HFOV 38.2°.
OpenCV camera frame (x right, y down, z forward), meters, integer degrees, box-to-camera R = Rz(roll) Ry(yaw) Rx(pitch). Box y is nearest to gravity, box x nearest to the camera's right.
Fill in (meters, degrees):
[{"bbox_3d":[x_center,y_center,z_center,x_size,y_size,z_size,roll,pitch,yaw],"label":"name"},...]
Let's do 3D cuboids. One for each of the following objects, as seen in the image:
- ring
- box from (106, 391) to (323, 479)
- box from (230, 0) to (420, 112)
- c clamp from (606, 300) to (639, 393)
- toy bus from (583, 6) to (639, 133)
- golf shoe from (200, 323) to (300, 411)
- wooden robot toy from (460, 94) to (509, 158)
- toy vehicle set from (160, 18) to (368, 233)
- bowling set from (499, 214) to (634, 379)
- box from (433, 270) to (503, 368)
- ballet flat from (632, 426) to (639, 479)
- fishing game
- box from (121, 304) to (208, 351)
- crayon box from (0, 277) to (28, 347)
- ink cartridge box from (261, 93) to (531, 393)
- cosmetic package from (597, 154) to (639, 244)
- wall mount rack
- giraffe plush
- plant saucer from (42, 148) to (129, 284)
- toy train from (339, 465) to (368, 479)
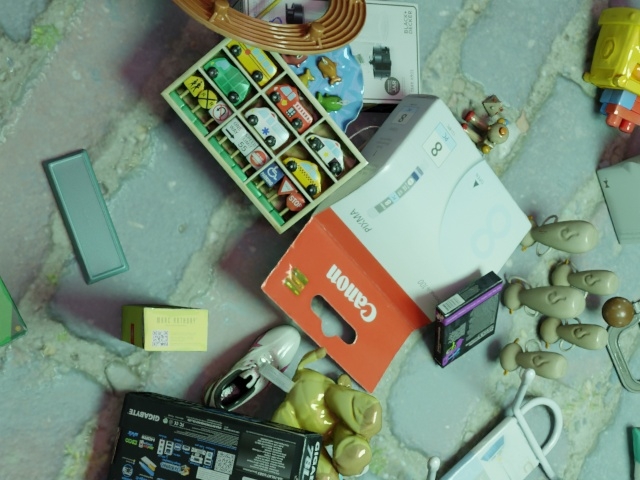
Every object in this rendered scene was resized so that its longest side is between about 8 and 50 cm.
[{"bbox_3d":[-0.085,-0.393,1.352,0.336,0.032,0.337,15,46,-15],"label":"ring"},{"bbox_3d":[-0.166,0.383,1.289,0.295,0.073,0.293,8,85,22],"label":"box"},{"bbox_3d":[0.008,-0.291,1.453,0.290,0.087,0.169,-2,89,-20],"label":"box"},{"bbox_3d":[0.580,0.189,1.669,0.137,0.022,0.161,-19,94,-19],"label":"c clamp"},{"bbox_3d":[0.583,-0.287,1.634,0.220,0.149,0.211,16,96,-21],"label":"toy bus"},{"bbox_3d":[-0.095,0.199,1.400,0.186,0.086,0.067,-43,99,-17],"label":"golf shoe"},{"bbox_3d":[0.277,-0.175,1.547,0.076,0.079,0.173,33,77,-15],"label":"wooden robot toy"},{"bbox_3d":[-0.080,-0.162,1.336,0.166,0.035,0.267,-40,98,6],"label":"toy vehicle set"},{"bbox_3d":[0.416,0.117,1.571,0.200,0.154,0.287,25,78,-36],"label":"bowling set"},{"bbox_3d":[0.235,0.130,1.492,0.116,0.162,0.029,-30,54,-18],"label":"box"},{"bbox_3d":[0.612,0.446,1.642,0.087,0.083,0.247,-39,99,-2],"label":"ballet flat"},{"bbox_3d":[-0.015,-0.229,1.377,0.189,0.041,0.264,-39,103,-12],"label":"fishing game"},{"bbox_3d":[-0.221,0.119,1.281,0.087,0.232,0.058,3,87,-20],"label":"box"},{"bbox_3d":[-0.559,0.031,1.247,0.202,0.081,0.319,-28,97,-18],"label":"crayon box"},{"bbox_3d":[0.130,0.017,1.430,0.385,0.091,0.308,-53,125,-15],"label":"ink cartridge box"},{"bbox_3d":[0.706,-0.121,1.634,0.365,0.197,0.155,-21,96,-17],"label":"cosmetic package"},{"bbox_3d":[0.281,0.362,1.477,0.350,0.130,0.304,-39,116,-17],"label":"wall mount rack"},{"bbox_3d":[0.010,0.271,1.384,0.181,0.170,0.210,-40,63,4],"label":"giraffe plush"},{"bbox_3d":[-0.343,-0.035,1.359,0.067,0.018,0.192,-21,94,-19],"label":"plant saucer"},{"bbox_3d":[0.027,0.423,1.457,0.125,0.046,0.166,-1,91,-20],"label":"toy train"}]
